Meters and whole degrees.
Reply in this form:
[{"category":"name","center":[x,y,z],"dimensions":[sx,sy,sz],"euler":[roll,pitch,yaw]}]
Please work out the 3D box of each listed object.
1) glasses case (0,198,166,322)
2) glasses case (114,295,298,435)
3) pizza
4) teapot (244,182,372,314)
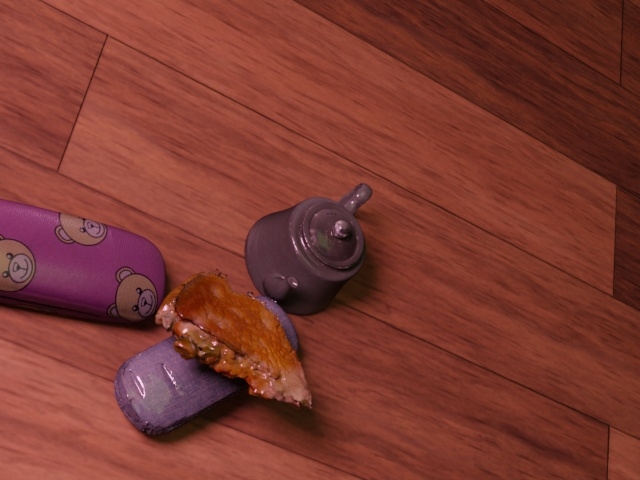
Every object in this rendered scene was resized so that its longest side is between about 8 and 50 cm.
[{"category":"glasses case","center":[-0.341,0.025,1.357],"dimensions":[0.316,0.076,0.123],"euler":[15,59,-28]},{"category":"glasses case","center":[-0.144,0.161,1.432],"dimensions":[0.282,0.067,0.109],"euler":[-25,79,-41]},{"category":"pizza","center":[-0.109,0.129,1.390],"dimensions":[0.226,0.069,0.147],"euler":[33,30,-18]},{"category":"teapot","center":[0.000,0.000,1.556],"dimensions":[0.162,0.149,0.239],"euler":[45,51,-6]}]
